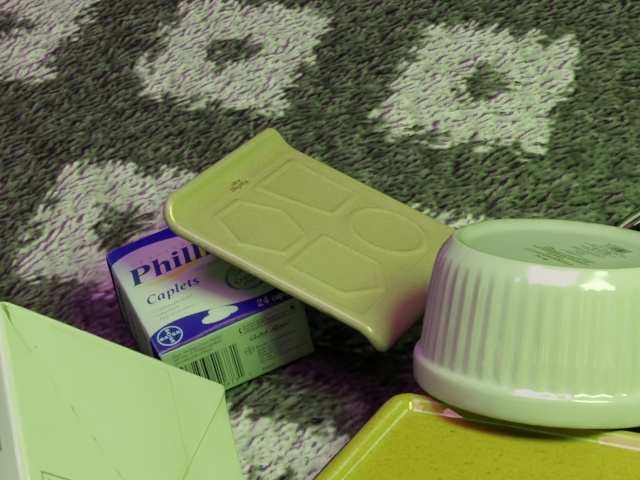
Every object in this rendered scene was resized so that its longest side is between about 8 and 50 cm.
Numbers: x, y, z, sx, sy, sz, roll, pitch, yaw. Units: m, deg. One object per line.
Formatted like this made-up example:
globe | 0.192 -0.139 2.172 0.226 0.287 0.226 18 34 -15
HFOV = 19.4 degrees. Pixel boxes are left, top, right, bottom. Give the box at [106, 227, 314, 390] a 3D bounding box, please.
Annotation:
box | -0.091 0.050 1.511 0.126 0.072 0.137 -23 43 -12

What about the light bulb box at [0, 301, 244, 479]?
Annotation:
light bulb box | -0.216 0.280 1.019 0.361 0.225 0.358 -27 61 22

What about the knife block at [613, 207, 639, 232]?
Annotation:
knife block | 0.361 -0.033 1.477 0.242 0.088 0.276 6 46 19

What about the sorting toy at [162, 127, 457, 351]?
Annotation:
sorting toy | 0.000 0.000 1.493 0.208 0.038 0.193 31 33 13

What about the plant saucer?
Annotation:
plant saucer | 0.116 0.195 1.204 0.332 0.081 0.333 7 21 22

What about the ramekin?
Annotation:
ramekin | 0.171 0.053 1.348 0.207 0.109 0.207 3 12 -1
